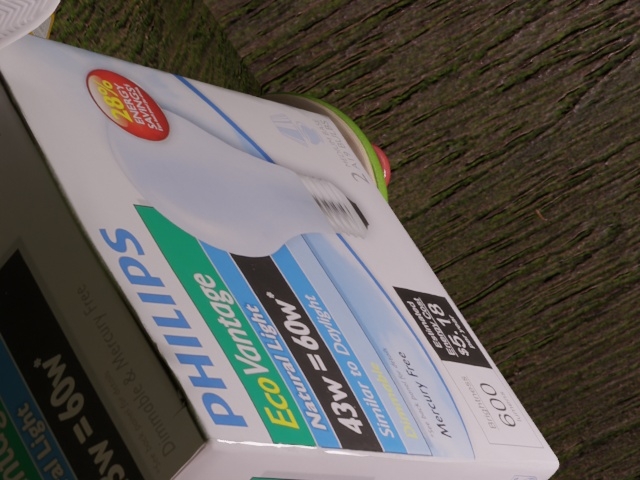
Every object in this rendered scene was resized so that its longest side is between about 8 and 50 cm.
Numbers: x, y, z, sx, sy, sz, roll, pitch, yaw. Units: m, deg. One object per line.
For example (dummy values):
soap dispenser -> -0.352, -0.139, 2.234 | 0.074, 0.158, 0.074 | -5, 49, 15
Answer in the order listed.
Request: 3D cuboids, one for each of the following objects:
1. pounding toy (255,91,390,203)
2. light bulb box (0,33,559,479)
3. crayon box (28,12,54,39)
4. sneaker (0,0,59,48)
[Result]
pounding toy -> 0.000, 0.000, 1.558 | 0.110, 0.183, 0.237 | -4, 78, -58
light bulb box -> -0.096, 0.077, 1.309 | 0.361, 0.225, 0.358 | 11, 39, -50
crayon box -> -0.344, -0.221, 1.783 | 0.203, 0.083, 0.323 | 55, 10, -21
sneaker -> -0.310, -0.166, 1.208 | 0.169, 0.292, 0.108 | -112, -172, -55
